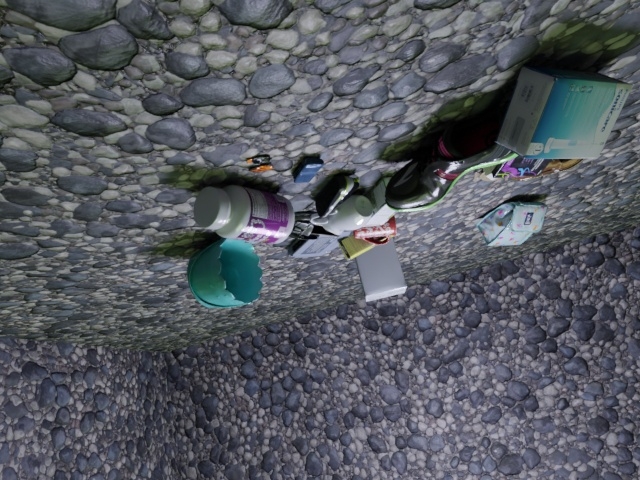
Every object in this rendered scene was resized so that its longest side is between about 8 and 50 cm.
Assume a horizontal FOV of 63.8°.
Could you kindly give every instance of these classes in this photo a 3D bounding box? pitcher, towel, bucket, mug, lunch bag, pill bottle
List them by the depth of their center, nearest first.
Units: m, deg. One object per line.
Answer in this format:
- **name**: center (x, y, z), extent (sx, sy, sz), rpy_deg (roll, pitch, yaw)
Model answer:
- **towel**: center (-0.039, -0.216, 1.577), extent (0.067, 0.029, 0.119), rpy_deg (-4, 159, -26)
- **pill bottle**: center (-0.238, -0.082, 1.612), extent (0.169, 0.169, 0.301), rpy_deg (-27, 158, 36)
- **pitcher**: center (0.076, -0.094, 1.891), extent (0.178, 0.125, 0.207), rpy_deg (6, 160, -34)
- **bucket**: center (-0.376, 0.132, 2.019), extent (0.183, 0.281, 0.281), rpy_deg (-17, 163, 27)
- **mug**: center (0.219, -0.046, 2.105), extent (0.169, 0.150, 0.113), rpy_deg (-8, -172, -2)
- **lunch bag**: center (0.925, -0.093, 2.454), extent (0.223, 0.160, 0.262), rpy_deg (0, 147, -27)

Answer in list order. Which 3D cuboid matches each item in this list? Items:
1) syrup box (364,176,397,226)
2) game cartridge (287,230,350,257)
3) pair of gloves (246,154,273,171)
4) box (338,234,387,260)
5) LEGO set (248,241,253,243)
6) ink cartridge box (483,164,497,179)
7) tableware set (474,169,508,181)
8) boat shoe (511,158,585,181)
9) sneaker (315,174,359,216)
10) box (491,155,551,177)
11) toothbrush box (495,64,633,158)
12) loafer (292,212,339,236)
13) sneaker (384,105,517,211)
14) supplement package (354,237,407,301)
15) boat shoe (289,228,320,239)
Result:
- **syrup box**: center (0.230, -0.140, 1.897), extent (0.096, 0.093, 0.237), rpy_deg (-6, 161, -23)
- **game cartridge**: center (0.000, 0.000, 2.227), extent (0.198, 0.062, 0.297), rpy_deg (-8, 162, -30)
- **pair of gloves**: center (-0.176, -0.222, 1.490), extent (0.074, 0.010, 0.083), rpy_deg (-10, 159, -5)
- **box**: center (0.198, -0.006, 2.203), extent (0.232, 0.087, 0.058), rpy_deg (-30, 168, -4)
- **LEGO set**: center (-0.269, -0.028, 1.891), extent (0.182, 0.060, 0.244), rpy_deg (-16, 156, 34)
- **ink cartridge box**: center (0.626, -0.294, 1.684), extent (0.198, 0.115, 0.067), rpy_deg (-25, 157, 30)
- **tableware set**: center (0.624, -0.273, 1.868), extent (0.128, 0.039, 0.194), rpy_deg (-1, 159, 13)
- **boat shoe**: center (0.816, -0.291, 1.838), extent (0.104, 0.110, 0.307), rpy_deg (2, 156, -43)
- **sneaker**: center (0.062, -0.147, 1.770), extent (0.097, 0.084, 0.235), rpy_deg (-5, 160, -28)
- **box**: center (0.639, -0.242, 1.620), extent (0.162, 0.029, 0.116), rpy_deg (-6, 154, -8)
- **toothbrush box**: center (0.654, -0.342, 1.388), extent (0.295, 0.126, 0.216), rpy_deg (-5, 124, -24)
- **loafer**: center (-0.030, -0.055, 1.980), extent (0.267, 0.084, 0.096), rpy_deg (-3, 159, -30)
- **sneaker**: center (0.383, -0.258, 1.569), extent (0.483, 0.185, 0.202), rpy_deg (-33, 147, 26)
- **supplement package**: center (0.287, 0.142, 2.518), extent (0.204, 0.262, 0.145), rpy_deg (-13, 162, 0)
- **boat shoe**: center (-0.069, -0.025, 2.055), extent (0.142, 0.040, 0.049), rpy_deg (-2, 124, 17)
